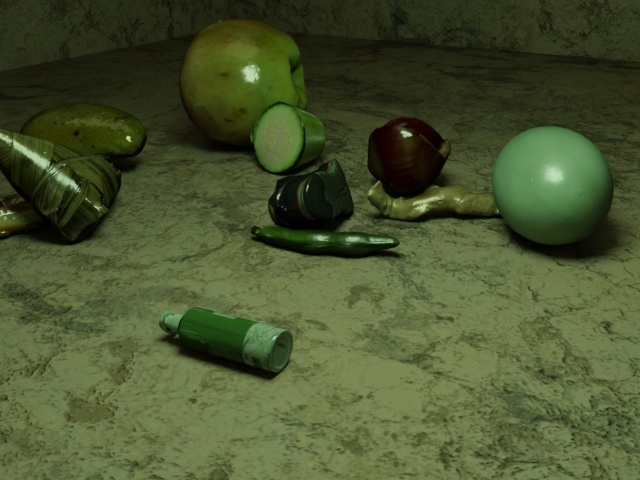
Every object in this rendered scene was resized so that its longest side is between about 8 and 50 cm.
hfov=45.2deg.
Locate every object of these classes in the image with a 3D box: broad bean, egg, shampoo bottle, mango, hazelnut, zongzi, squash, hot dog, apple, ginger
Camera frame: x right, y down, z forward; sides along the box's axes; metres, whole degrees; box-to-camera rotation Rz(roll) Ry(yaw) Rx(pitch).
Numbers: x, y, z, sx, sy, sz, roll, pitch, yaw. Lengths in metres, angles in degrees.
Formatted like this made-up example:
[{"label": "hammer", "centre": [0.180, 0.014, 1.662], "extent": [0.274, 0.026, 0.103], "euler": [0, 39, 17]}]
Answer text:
[{"label": "broad bean", "centre": [0.000, 0.000, 1.390], "extent": [0.297, 0.043, 0.060], "euler": [5, 15, 19]}, {"label": "egg", "centre": [0.411, -0.099, 1.375], "extent": [0.202, 0.203, 0.283], "euler": [-2, 18, 1]}, {"label": "shampoo bottle", "centre": [-0.139, 0.133, 1.079], "extent": [0.204, 0.065, 0.065], "euler": [10, 26, 28]}, {"label": "mango", "centre": [-0.578, -0.255, 1.869], "extent": [0.329, 0.177, 0.175], "euler": [-12, -16, 15]}, {"label": "hazelnut", "centre": [0.182, -0.187, 1.646], "extent": [0.170, 0.161, 0.202], "euler": [27, 22, 1]}, {"label": "zongzi", "centre": [-0.541, -0.154, 1.541], "extent": [0.134, 0.288, 0.286], "euler": [-46, 16, 10]}, {"label": "squash", "centre": [-0.072, -0.246, 1.835], "extent": [0.170, 0.170, 0.122], "euler": [14, 16, 34]}, {"label": "hot dog", "centre": [-0.664, -0.038, 1.515], "extent": [0.269, 0.072, 0.109], "euler": [-16, 25, -31]}, {"label": "apple", "centre": [-0.187, -0.409, 1.981], "extent": [0.304, 0.339, 0.338], "euler": [0, 22, 27]}, {"label": "ginger", "centre": [0.232, -0.081, 1.517], "extent": [0.287, 0.075, 0.089], "euler": [2, 46, -1]}]

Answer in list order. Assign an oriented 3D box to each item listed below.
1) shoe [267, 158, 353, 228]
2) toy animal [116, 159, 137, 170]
[{"label": "shoe", "centre": [-0.021, -0.082, 1.520], "extent": [0.137, 0.114, 0.291], "euler": [-17, 7, 20]}, {"label": "toy animal", "centre": [-0.491, -0.188, 1.891], "extent": [0.084, 0.028, 0.050], "euler": [-5, 32, -8]}]
